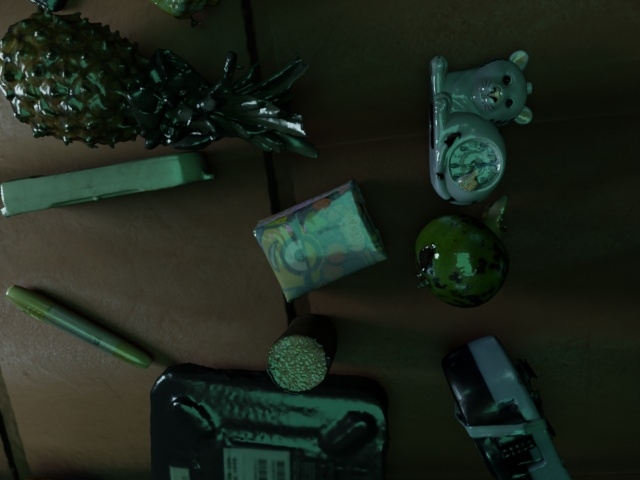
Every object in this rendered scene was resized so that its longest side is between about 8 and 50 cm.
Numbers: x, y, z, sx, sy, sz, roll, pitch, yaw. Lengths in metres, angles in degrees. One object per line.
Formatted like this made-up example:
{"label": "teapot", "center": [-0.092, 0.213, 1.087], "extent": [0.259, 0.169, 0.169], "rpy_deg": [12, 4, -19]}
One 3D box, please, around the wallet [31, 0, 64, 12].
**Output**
{"label": "wallet", "center": [-0.334, -0.420, 0.671], "extent": [0.124, 0.025, 0.244], "rpy_deg": [30, 105, -1]}

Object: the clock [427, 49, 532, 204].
{"label": "clock", "center": [0.190, -0.130, 0.652], "extent": [0.117, 0.080, 0.176], "rpy_deg": [-2, 102, 7]}

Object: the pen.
{"label": "pen", "center": [-0.356, 0.131, 0.811], "extent": [0.234, 0.032, 0.040], "rpy_deg": [29, 129, -1]}

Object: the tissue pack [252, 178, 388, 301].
{"label": "tissue pack", "center": [0.000, 0.000, 0.718], "extent": [0.148, 0.060, 0.108], "rpy_deg": [-23, 101, 13]}

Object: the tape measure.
{"label": "tape measure", "center": [0.225, 0.211, 0.682], "extent": [0.107, 0.182, 0.181], "rpy_deg": [-24, 111, 9]}

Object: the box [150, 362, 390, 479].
{"label": "box", "center": [-0.074, 0.356, 0.802], "extent": [0.351, 0.091, 0.358], "rpy_deg": [2, 102, 6]}

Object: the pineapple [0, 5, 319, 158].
{"label": "pineapple", "center": [-0.175, -0.165, 0.649], "extent": [0.365, 0.165, 0.165], "rpy_deg": [11, 105, 2]}

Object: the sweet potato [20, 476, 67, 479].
{"label": "sweet potato", "center": [-0.324, 0.484, 0.864], "extent": [0.385, 0.109, 0.109], "rpy_deg": [40, 105, -10]}

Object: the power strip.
{"label": "power strip", "center": [-0.277, -0.077, 0.723], "extent": [0.286, 0.080, 0.048], "rpy_deg": [-8, 101, 8]}

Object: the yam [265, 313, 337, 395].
{"label": "yam", "center": [-0.019, 0.142, 0.724], "extent": [0.084, 0.127, 0.084], "rpy_deg": [1, 99, 7]}

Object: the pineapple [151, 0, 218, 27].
{"label": "pineapple", "center": [-0.188, -0.371, 0.623], "extent": [0.186, 0.114, 0.236], "rpy_deg": [7, 108, 5]}

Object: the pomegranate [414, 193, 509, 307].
{"label": "pomegranate", "center": [0.185, 0.011, 0.678], "extent": [0.122, 0.122, 0.161], "rpy_deg": [45, 77, -5]}
